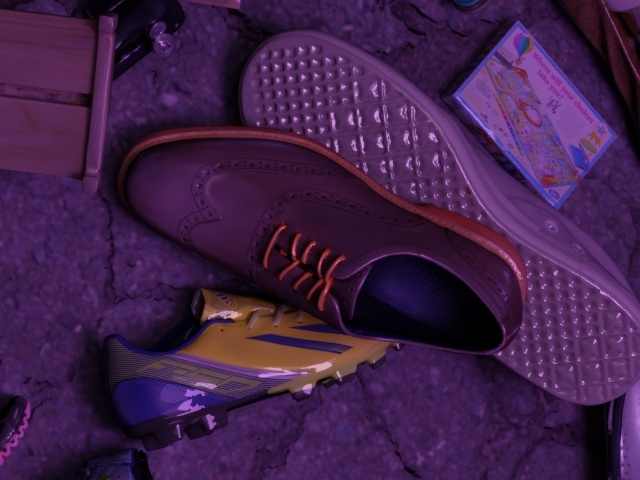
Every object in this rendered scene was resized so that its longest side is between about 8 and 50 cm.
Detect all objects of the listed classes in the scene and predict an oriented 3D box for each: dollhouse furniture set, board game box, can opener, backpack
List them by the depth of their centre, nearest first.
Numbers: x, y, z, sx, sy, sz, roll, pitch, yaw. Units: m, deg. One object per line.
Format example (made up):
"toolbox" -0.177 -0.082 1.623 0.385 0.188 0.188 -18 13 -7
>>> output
"dollhouse furniture set" -0.205 -0.156 1.469 0.303 0.174 0.355 8 102 -2
"backpack" -0.170 0.233 1.482 0.084 0.114 0.105 -16 97 -5
"can opener" -0.190 -0.150 1.526 0.186 0.073 0.059 -45 144 -16
"board game box" 0.198 -0.116 1.713 0.154 0.026 0.103 47 71 -16

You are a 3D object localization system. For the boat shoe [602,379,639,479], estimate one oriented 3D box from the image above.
"boat shoe" 0.317 0.250 1.704 0.114 0.091 0.302 -12 88 5

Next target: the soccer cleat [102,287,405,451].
"soccer cleat" -0.051 0.086 1.558 0.289 0.093 0.121 -17 83 -27

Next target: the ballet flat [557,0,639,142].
"ballet flat" 0.316 -0.197 1.717 0.116 0.124 0.342 -30 101 -26

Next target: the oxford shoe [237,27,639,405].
"oxford shoe" 0.110 -0.023 1.623 0.449 0.130 0.169 38 110 -8

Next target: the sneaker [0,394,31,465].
"sneaker" -0.284 0.169 1.474 0.057 0.047 0.119 38 72 -7

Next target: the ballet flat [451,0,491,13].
"ballet flat" 0.170 -0.309 1.688 0.068 0.072 0.213 15 84 -54

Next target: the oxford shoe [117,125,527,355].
"oxford shoe" 0.000 0.000 1.506 0.364 0.133 0.130 17 110 1
